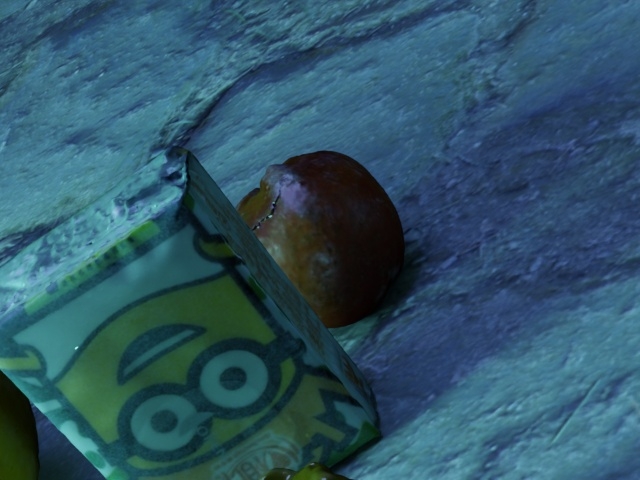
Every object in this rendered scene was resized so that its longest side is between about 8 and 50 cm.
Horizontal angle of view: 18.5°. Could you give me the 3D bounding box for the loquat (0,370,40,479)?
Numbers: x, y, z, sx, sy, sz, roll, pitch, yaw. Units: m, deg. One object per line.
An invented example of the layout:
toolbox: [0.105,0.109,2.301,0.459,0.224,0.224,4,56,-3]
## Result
loquat: [-0.425,0.215,1.967,0.328,0.328,0.359,-28,-15,21]

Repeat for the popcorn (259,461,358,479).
popcorn: [0.006,0.271,1.487,0.198,0.155,0.197,-23,43,24]

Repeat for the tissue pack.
tissue pack: [-0.122,0.102,1.728,0.228,0.311,0.128,-33,27,10]

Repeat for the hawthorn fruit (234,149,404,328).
hawthorn fruit: [0.000,0.000,1.911,0.173,0.173,0.173,-30,28,18]
